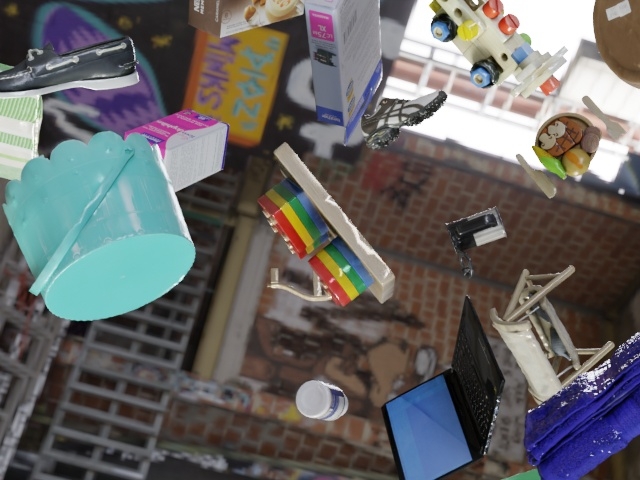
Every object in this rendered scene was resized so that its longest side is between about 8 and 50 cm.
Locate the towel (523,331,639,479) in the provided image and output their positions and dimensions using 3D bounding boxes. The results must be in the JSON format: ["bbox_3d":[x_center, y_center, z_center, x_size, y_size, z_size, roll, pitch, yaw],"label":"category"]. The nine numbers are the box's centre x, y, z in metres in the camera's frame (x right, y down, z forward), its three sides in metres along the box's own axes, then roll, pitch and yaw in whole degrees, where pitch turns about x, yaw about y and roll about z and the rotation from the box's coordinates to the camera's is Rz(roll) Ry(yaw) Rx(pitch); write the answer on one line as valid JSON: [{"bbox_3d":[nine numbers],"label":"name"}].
[{"bbox_3d":[0.390,0.174,1.248,0.308,0.076,0.227,-40,-179,13],"label":"towel"}]

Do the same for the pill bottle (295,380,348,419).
[{"bbox_3d":[0.010,0.414,2.530,0.169,0.094,0.094,33,70,-64],"label":"pill bottle"}]

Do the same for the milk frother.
[{"bbox_3d":[0.397,0.005,2.444,0.129,0.135,0.143,-41,111,-81],"label":"milk frother"}]

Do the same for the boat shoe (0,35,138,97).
[{"bbox_3d":[-0.490,-0.320,1.813,0.114,0.303,0.091,31,-51,59],"label":"boat shoe"}]

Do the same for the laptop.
[{"bbox_3d":[0.205,0.268,1.712,0.234,0.137,0.264,-104,-164,-55],"label":"laptop"}]

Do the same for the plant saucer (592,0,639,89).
[{"bbox_3d":[0.637,-0.431,1.963,0.278,0.041,0.277,48,-33,46],"label":"plant saucer"}]

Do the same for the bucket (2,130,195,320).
[{"bbox_3d":[-0.338,-0.014,1.525,0.183,0.281,0.281,62,-26,25],"label":"bucket"}]

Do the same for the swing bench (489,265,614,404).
[{"bbox_3d":[0.548,0.237,2.399,0.165,0.253,0.255,-9,-154,49],"label":"swing bench"}]

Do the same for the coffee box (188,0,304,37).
[{"bbox_3d":[-0.143,-0.514,1.996,0.247,0.098,0.141,-27,136,-43],"label":"coffee box"}]

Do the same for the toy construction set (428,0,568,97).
[{"bbox_3d":[0.271,-0.355,1.538,0.327,0.151,0.215,62,-33,10],"label":"toy construction set"}]

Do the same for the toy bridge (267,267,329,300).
[{"bbox_3d":[-0.007,0.083,1.874,0.026,0.188,0.063,95,-7,-70],"label":"toy bridge"}]

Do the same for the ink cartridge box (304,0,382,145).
[{"bbox_3d":[0.043,-0.325,1.618,0.311,0.065,0.185,79,30,-53],"label":"ink cartridge box"}]

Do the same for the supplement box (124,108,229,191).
[{"bbox_3d":[-0.299,-0.183,2.035,0.220,0.111,0.113,-36,144,-54],"label":"supplement box"}]

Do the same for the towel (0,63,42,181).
[{"bbox_3d":[-0.734,-0.268,2.166,0.324,0.248,0.038,112,-11,-47],"label":"towel"}]

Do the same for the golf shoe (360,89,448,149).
[{"bbox_3d":[0.165,-0.270,2.030,0.093,0.198,0.077,64,20,12],"label":"golf shoe"}]

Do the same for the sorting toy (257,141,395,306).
[{"bbox_3d":[0.000,0.000,1.541,0.089,0.257,0.255,-38,170,-4],"label":"sorting toy"}]

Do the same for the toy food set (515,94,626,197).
[{"bbox_3d":[0.479,-0.188,1.911,0.192,0.132,0.038,-43,159,12],"label":"toy food set"}]

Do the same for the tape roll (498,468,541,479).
[{"bbox_3d":[0.321,0.543,1.988,0.321,0.321,0.077,116,-41,-66],"label":"tape roll"}]
